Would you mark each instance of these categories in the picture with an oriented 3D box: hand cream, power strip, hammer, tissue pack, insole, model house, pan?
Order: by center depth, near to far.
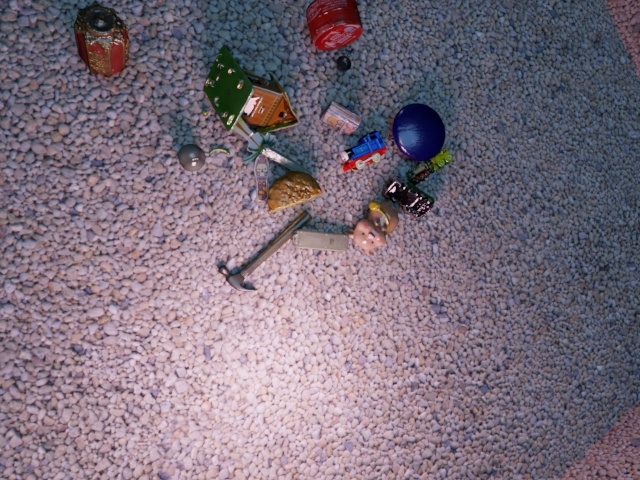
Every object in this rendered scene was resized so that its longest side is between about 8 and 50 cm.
[{"bbox_3d":[-0.279,-0.524,1.754,0.324,0.340,0.300,2,47,-44],"label":"model house"},{"bbox_3d":[-0.204,0.033,1.787,0.440,0.044,0.168,-44,99,-14],"label":"hammer"},{"bbox_3d":[-0.242,-0.257,1.791,0.066,0.004,0.196,-2,98,-24],"label":"insole"},{"bbox_3d":[0.056,-0.917,1.822,0.231,0.230,0.149,-17,92,-18],"label":"hand cream"},{"bbox_3d":[0.000,0.001,1.826,0.273,0.052,0.078,5,91,-27],"label":"power strip"},{"bbox_3d":[0.086,-0.524,1.867,0.155,0.116,0.065,27,77,-14],"label":"tissue pack"},{"bbox_3d":[0.115,-0.806,1.937,0.069,0.023,0.115,33,81,-13],"label":"pan"}]

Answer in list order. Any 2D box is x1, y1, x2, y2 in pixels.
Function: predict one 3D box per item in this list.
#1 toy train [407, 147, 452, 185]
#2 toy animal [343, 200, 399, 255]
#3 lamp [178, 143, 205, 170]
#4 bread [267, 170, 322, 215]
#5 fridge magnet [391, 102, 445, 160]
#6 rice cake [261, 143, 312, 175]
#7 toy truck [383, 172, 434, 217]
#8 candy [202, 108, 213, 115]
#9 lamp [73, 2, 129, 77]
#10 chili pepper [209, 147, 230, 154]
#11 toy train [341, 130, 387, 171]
[{"bbox_3d":[0.506,-0.342,2.027,0.250,0.053,0.085,-34,89,-16],"label":"toy train"},{"bbox_3d":[0.244,-0.070,1.885,0.165,0.149,0.248,44,83,6],"label":"toy animal"},{"bbox_3d":[-0.498,-0.320,1.680,0.105,0.105,0.105,1,87,-18],"label":"lamp"},{"bbox_3d":[-0.125,-0.201,1.782,0.229,0.143,0.139,-22,83,-21],"label":"bread"},{"bbox_3d":[0.446,-0.493,1.981,0.266,0.113,0.265,1,88,-18],"label":"fridge magnet"},{"bbox_3d":[-0.138,-0.322,1.791,0.245,0.045,0.042,26,116,-32],"label":"rice cake"},{"bbox_3d":[0.406,-0.201,1.954,0.243,0.101,0.124,29,36,-15],"label":"toy truck"},{"bbox_3d":[-0.440,-0.527,1.751,0.083,0.023,0.025,-38,133,-22],"label":"candy"},{"bbox_3d":[-0.764,-0.695,1.524,0.177,0.274,0.176,4,80,-25],"label":"lamp"},{"bbox_3d":[-0.406,-0.359,1.755,0.084,0.017,0.030,5,88,-18],"label":"chili pepper"},{"bbox_3d":[0.184,-0.386,1.910,0.204,0.083,0.130,-27,96,-19],"label":"toy train"}]
